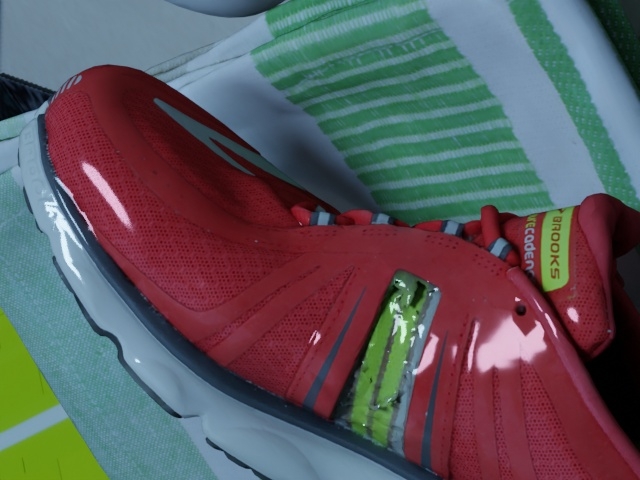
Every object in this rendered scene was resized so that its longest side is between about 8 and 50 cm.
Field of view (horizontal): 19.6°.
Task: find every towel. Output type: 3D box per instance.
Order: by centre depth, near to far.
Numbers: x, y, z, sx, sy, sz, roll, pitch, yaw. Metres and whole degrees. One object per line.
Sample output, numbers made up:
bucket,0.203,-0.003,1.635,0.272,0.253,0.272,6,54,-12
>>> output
towel,0.010,0.036,0.658,0.324,0.038,0.248,-18,109,44

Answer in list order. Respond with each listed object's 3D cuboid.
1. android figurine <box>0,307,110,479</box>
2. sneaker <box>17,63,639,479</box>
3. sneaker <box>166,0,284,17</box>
android figurine,-0.092,0.114,0.890,0.056,0.248,0.273,22,-135,-54
sneaker,0.040,0.022,0.547,0.279,0.107,0.118,36,119,5
sneaker,-0.076,-0.198,0.568,0.123,0.106,0.290,-16,116,52
